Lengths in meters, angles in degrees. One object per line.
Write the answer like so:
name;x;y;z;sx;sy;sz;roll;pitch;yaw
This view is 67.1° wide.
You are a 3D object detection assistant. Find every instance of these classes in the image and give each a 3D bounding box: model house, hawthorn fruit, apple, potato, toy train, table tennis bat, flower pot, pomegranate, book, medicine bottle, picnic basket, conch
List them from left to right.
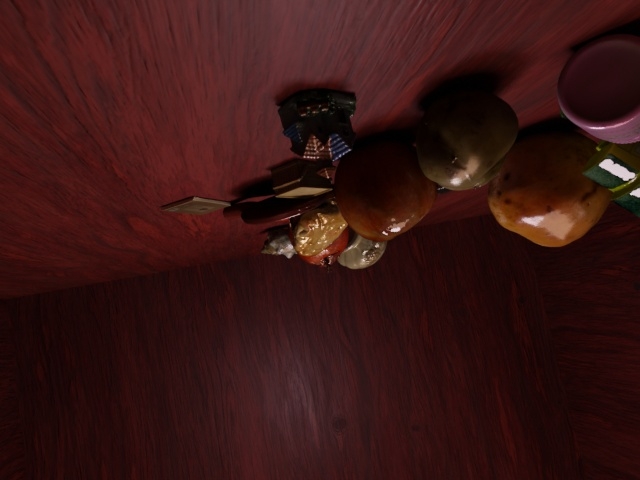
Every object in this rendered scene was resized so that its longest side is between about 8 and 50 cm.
book;-0.412;-0.114;1.612;0.138;0.016;0.198;-14;173;24
table tennis bat;-0.164;-0.114;1.601;0.414;0.051;0.268;-4;-158;35
conch;-0.145;-0.003;2.472;0.385;0.170;0.203;-11;-160;20
picnic basket;-0.054;-0.175;1.401;0.115;0.080;0.164;-14;173;37
hawthorn fruit;0.000;0.000;2.123;0.275;0.308;0.276;-9;160;-3
model house;0.005;-0.201;0.946;0.148;0.149;0.119;-8;173;-45
flower pot;0.157;-0.017;2.362;0.307;0.308;0.244;-15;160;31
apple;0.169;-0.149;1.335;0.301;0.302;0.301;-11;174;-1
potato;0.328;-0.223;1.114;0.202;0.218;0.351;27;-172;15
pomegranate;0.730;-0.173;1.587;0.409;0.411;0.410;-11;174;-1
medicine bottle;0.620;-0.301;1.004;0.178;0.178;0.290;-16;172;40
toy train;0.888;-0.171;1.201;0.441;0.273;0.179;32;170;7

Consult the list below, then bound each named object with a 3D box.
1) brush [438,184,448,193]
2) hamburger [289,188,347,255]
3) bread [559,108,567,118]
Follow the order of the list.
brush;0.556;-0.244;1.972;0.197;0.059;0.123;-15;174;32
hamburger;-0.024;-0.085;1.798;0.208;0.162;0.330;6;142;-41
bread;0.744;-0.373;1.255;0.228;0.034;0.228;-10;172;-1
